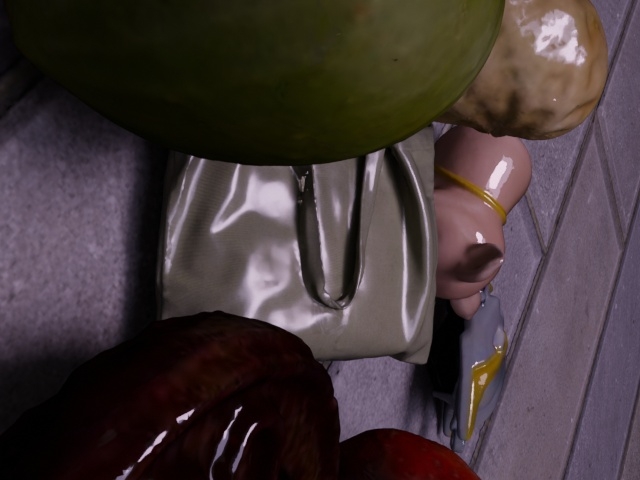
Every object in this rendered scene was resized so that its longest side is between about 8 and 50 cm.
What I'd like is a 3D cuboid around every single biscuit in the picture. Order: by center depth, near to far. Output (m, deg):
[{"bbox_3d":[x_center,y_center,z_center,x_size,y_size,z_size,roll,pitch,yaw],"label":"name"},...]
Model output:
[{"bbox_3d":[-0.103,0.245,0.481,0.407,0.091,0.407,-40,140,-45],"label":"biscuit"}]

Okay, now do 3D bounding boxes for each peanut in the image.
[{"bbox_3d":[0.098,-0.227,0.702,0.387,0.192,0.169,34,20,-13],"label":"peanut"}]

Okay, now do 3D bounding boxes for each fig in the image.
[{"bbox_3d":[-0.045,-0.184,0.470,0.316,0.316,0.316,-5,96,-55],"label":"fig"}]

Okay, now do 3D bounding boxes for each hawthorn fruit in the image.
[{"bbox_3d":[0.067,0.281,0.713,0.250,0.215,0.215,92,11,-75],"label":"hawthorn fruit"}]

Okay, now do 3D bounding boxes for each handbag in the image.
[{"bbox_3d":[-0.003,-0.004,0.670,0.316,0.109,0.253,3,87,-38],"label":"handbag"}]

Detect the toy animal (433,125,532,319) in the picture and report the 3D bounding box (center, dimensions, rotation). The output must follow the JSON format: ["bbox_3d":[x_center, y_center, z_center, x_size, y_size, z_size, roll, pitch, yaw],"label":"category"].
[{"bbox_3d":[0.175,-0.046,0.921,0.165,0.149,0.248,61,42,-62],"label":"toy animal"}]

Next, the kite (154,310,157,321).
[{"bbox_3d":[-0.080,0.211,0.685,0.204,0.022,0.360,3,88,-54],"label":"kite"}]

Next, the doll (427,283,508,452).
[{"bbox_3d":[0.199,0.125,1.018,0.103,0.145,0.316,10,76,-22],"label":"doll"}]
